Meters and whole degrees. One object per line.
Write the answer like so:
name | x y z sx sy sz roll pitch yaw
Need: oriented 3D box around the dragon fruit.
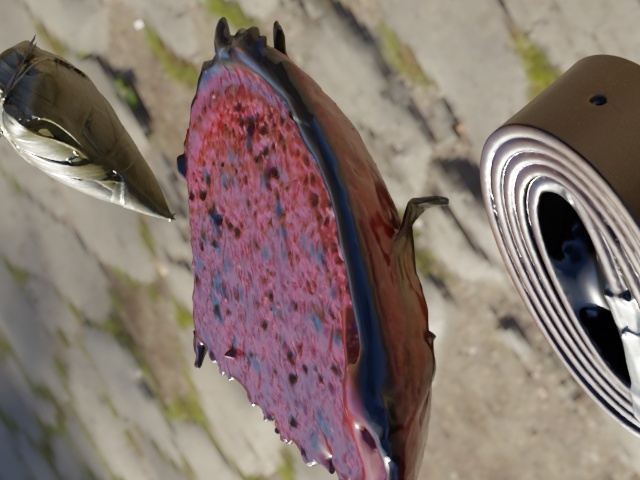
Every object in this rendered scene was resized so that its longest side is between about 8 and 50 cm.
dragon fruit | 0.000 0.000 1.160 0.343 0.100 0.282 -140 40 -59

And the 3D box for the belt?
belt | 0.264 0.017 1.500 0.217 0.122 0.338 8 131 56

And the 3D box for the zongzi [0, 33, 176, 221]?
zongzi | -0.180 -0.076 1.419 0.178 0.081 0.189 40 175 -3
